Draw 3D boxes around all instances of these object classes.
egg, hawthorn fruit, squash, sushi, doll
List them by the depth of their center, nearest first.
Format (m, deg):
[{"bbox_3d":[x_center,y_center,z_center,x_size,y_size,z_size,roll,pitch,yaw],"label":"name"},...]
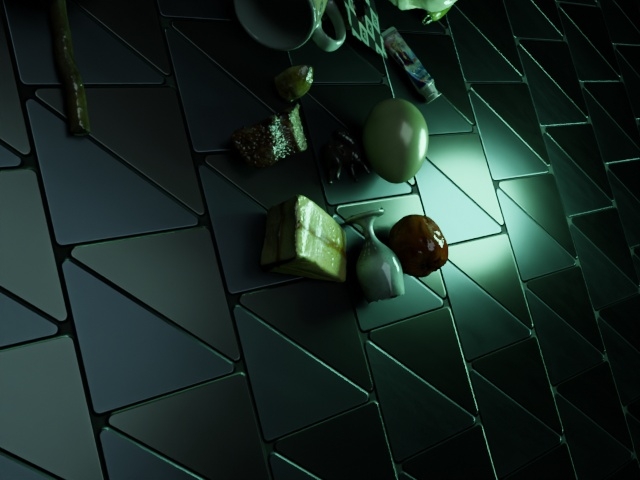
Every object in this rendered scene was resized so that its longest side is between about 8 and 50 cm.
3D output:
[{"bbox_3d":[0.064,-0.239,1.738,0.139,0.057,0.165,-7,73,-34],"label":"doll"},{"bbox_3d":[0.268,0.015,1.753,0.174,0.173,0.179,-25,70,-36],"label":"hawthorn fruit"},{"bbox_3d":[0.212,-0.281,1.767,0.186,0.186,0.241,-2,80,-35],"label":"egg"},{"bbox_3d":[0.081,-0.707,1.819,0.320,0.069,0.339,-7,84,-66],"label":"sushi"},{"bbox_3d":[0.422,-0.839,2.130,0.080,0.071,0.318,34,61,-22],"label":"squash"}]

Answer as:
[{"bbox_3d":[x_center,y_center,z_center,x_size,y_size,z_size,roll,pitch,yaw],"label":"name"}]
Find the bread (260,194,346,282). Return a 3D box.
[{"bbox_3d":[0.002,0.001,1.565,0.264,0.163,0.167,11,71,-32],"label":"bread"}]

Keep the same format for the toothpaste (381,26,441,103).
[{"bbox_3d":[0.282,-0.554,1.977,0.096,0.061,0.266,-41,95,-34],"label":"toothpaste"}]

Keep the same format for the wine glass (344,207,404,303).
[{"bbox_3d":[0.146,0.043,1.676,0.127,0.126,0.241,-8,79,-36],"label":"wine glass"}]

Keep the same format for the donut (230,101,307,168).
[{"bbox_3d":[-0.120,-0.263,1.589,0.126,0.144,0.186,67,23,-9],"label":"donut"}]

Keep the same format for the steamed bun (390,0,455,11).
[{"bbox_3d":[0.290,-0.883,1.954,0.353,0.247,0.338,-1,96,-31],"label":"steamed bun"}]

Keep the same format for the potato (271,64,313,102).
[{"bbox_3d":[-0.064,-0.419,1.668,0.096,0.103,0.066,-3,77,-34],"label":"potato"}]

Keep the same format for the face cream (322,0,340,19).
[{"bbox_3d":[-0.034,-0.814,1.815,0.137,0.084,0.341,-42,109,-44],"label":"face cream"}]

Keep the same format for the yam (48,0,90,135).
[{"bbox_3d":[-0.550,-0.389,1.364,0.045,0.045,0.326,3,73,-65],"label":"yam"}]

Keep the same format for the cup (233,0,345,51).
[{"bbox_3d":[-0.043,-0.644,1.665,0.301,0.227,0.257,38,53,-12],"label":"cup"}]
